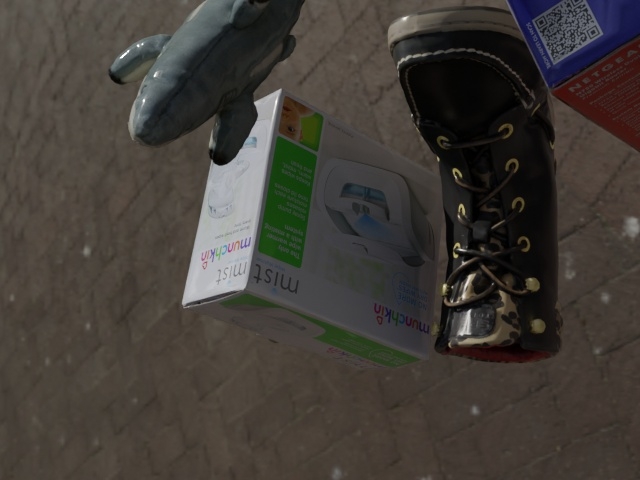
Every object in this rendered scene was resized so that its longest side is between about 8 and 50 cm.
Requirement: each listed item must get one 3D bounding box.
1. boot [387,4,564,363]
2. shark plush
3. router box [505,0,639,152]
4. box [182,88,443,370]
[{"bbox_3d":[0.161,-0.036,0.902,0.138,0.377,0.284,-2,76,19],"label":"boot"},{"bbox_3d":[-0.027,-0.099,0.430,0.073,0.161,0.067,51,171,-1],"label":"shark plush"},{"bbox_3d":[0.194,-0.231,0.687,0.082,0.301,0.336,-31,66,28],"label":"router box"},{"bbox_3d":[0.000,0.000,1.041,0.126,0.262,0.231,-18,55,47],"label":"box"}]
